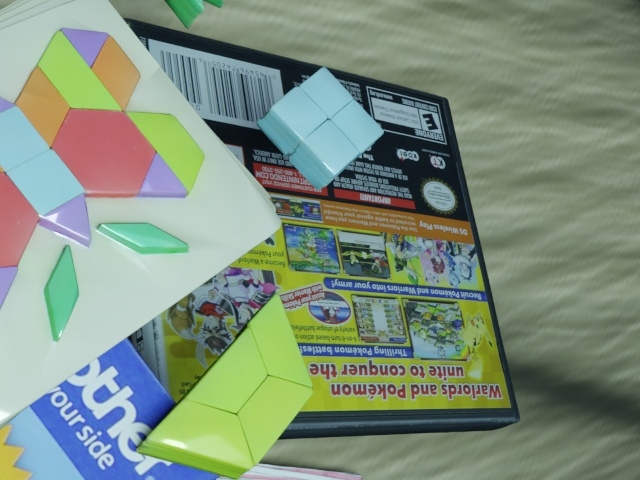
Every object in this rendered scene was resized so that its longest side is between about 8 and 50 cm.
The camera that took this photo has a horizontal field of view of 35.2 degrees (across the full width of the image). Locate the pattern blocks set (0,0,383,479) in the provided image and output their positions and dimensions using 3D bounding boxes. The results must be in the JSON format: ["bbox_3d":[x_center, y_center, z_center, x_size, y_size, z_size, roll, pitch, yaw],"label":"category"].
[{"bbox_3d":[-0.116,-0.022,0.397,0.285,0.026,0.325,40,52,-8],"label":"pattern blocks set"}]

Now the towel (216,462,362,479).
[{"bbox_3d":[-0.043,0.248,0.676,0.144,0.029,0.197,15,84,-36],"label":"towel"}]

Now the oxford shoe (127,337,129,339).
[{"bbox_3d":[-0.133,0.209,0.559,0.130,0.133,0.363,-8,77,-26],"label":"oxford shoe"}]

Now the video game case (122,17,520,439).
[{"bbox_3d":[0.000,0.000,0.644,0.275,0.035,0.248,6,65,-38],"label":"video game case"}]

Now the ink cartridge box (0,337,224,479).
[{"bbox_3d":[-0.232,0.080,0.402,0.395,0.151,0.270,-37,88,-32],"label":"ink cartridge box"}]
